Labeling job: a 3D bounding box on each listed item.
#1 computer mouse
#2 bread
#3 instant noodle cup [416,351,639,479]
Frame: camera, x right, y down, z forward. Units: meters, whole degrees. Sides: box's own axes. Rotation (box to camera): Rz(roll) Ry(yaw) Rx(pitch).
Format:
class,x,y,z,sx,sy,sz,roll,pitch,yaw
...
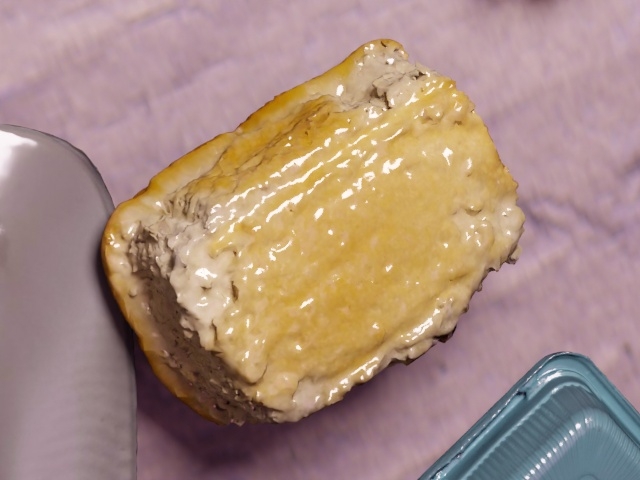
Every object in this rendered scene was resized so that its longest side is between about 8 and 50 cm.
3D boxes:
class,x,y,z,sx,sy,sz,roll,pitch,yaw
computer mouse,-0.202,0.095,1.010,0.197,0.095,0.331,-5,105,-20
bread,0.000,0.000,1.024,0.245,0.121,0.174,-35,106,-14
instant noodle cup,0.157,0.182,1.150,0.179,0.070,0.157,-44,109,-2
